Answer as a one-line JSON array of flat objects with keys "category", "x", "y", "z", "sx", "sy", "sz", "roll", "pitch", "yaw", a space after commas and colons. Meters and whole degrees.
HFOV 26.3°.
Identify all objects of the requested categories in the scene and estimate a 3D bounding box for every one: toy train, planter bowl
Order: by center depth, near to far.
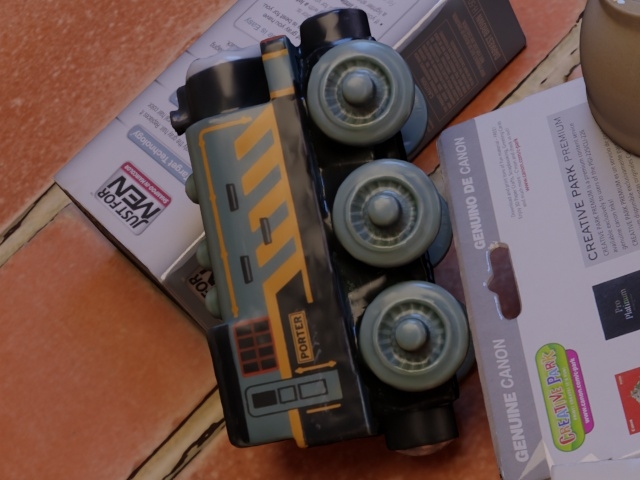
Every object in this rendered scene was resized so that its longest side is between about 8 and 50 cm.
[{"category": "planter bowl", "x": 0.239, "y": -0.147, "z": 0.890, "sx": 0.162, "sy": 0.109, "sz": 0.162, "roll": -15, "pitch": 49, "yaw": 19}, {"category": "toy train", "x": 0.000, "y": 0.000, "z": 0.998, "sx": 0.190, "sy": 0.142, "sz": 0.333, "roll": -13, "pitch": 83, "yaw": 8}]

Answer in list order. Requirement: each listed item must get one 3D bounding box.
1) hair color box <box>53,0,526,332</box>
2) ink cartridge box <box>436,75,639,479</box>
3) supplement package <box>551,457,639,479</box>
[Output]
[{"category": "hair color box", "x": -0.026, "y": -0.111, "z": 1.176, "sx": 0.374, "sy": 0.113, "sz": 0.185, "roll": -45, "pitch": 48, "yaw": -8}, {"category": "ink cartridge box", "x": 0.241, "y": 0.026, "z": 0.921, "sx": 0.272, "sy": 0.130, "sz": 0.309, "roll": -18, "pitch": 50, "yaw": 16}, {"category": "supplement package", "x": 0.203, "y": 0.205, "z": 0.779, "sx": 0.105, "sy": 0.179, "sz": 0.105, "roll": -9, "pitch": 54, "yaw": 22}]
